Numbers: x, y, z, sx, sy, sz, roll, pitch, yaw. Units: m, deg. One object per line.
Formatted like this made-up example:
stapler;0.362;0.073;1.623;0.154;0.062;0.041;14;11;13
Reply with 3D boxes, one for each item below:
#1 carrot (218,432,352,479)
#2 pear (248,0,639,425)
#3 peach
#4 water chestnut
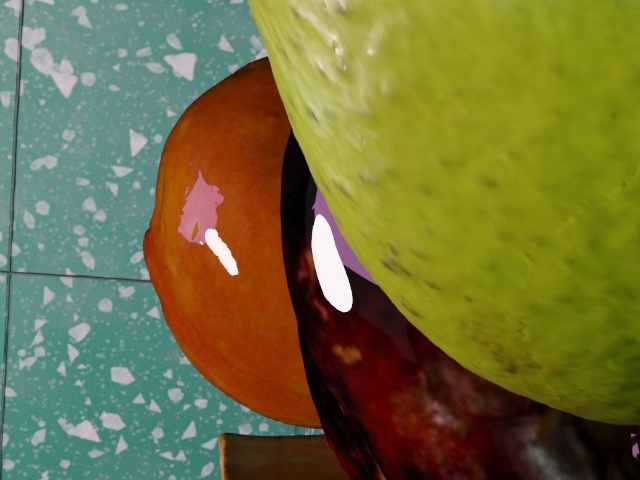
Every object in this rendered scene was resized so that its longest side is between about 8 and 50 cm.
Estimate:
carrot;0.070;0.189;0.903;0.196;0.254;0.196;176;90;-83
pear;0.099;-0.099;0.522;0.342;0.238;0.318;-24;-62;-49
peach;0.000;0.000;1.451;0.343;0.301;0.343;-177;90;-82
water chestnut;0.117;0.016;0.768;0.289;0.244;0.289;-46;-33;-44
